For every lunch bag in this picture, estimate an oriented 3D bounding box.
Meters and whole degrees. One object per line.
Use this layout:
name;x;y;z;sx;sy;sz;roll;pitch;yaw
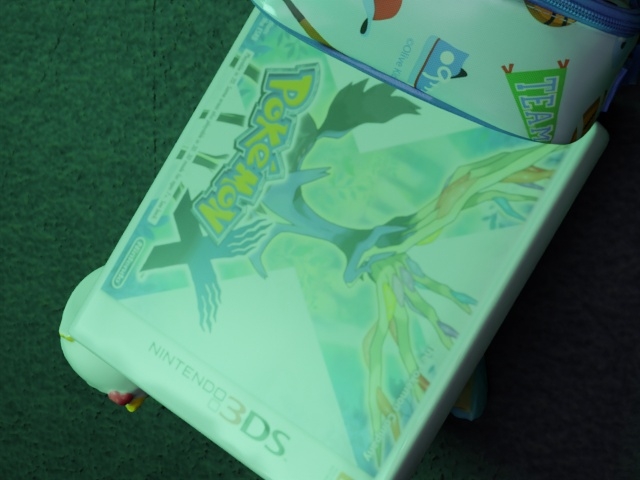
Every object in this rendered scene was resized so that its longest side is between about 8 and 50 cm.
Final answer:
lunch bag;0.098;-0.160;0.875;0.243;0.303;0.115;24;110;7

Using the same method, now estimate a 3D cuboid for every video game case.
video game case;0.000;0.000;0.994;0.300;0.036;0.329;31;91;30

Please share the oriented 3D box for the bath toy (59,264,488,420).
bath toy;-0.047;0.088;1.089;0.348;0.129;0.151;-3;51;26
